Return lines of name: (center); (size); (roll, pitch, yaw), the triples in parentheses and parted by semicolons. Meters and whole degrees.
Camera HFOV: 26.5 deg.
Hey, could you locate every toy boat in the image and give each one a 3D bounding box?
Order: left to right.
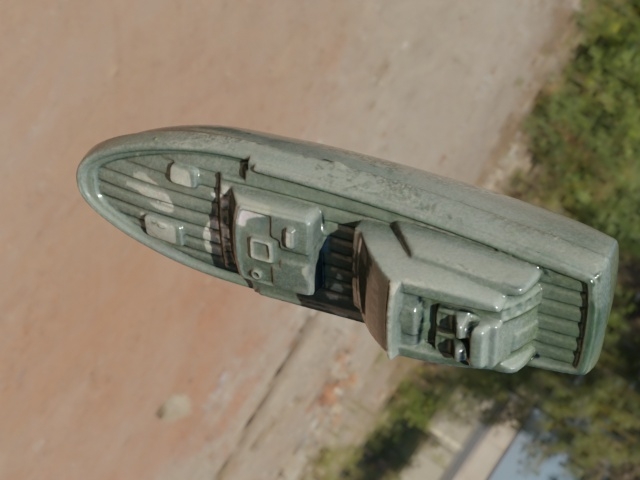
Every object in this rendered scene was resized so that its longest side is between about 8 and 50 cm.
toy boat: (0.000, 0.000, 0.604); (0.085, 0.260, 0.078); (-48, 147, -47)
